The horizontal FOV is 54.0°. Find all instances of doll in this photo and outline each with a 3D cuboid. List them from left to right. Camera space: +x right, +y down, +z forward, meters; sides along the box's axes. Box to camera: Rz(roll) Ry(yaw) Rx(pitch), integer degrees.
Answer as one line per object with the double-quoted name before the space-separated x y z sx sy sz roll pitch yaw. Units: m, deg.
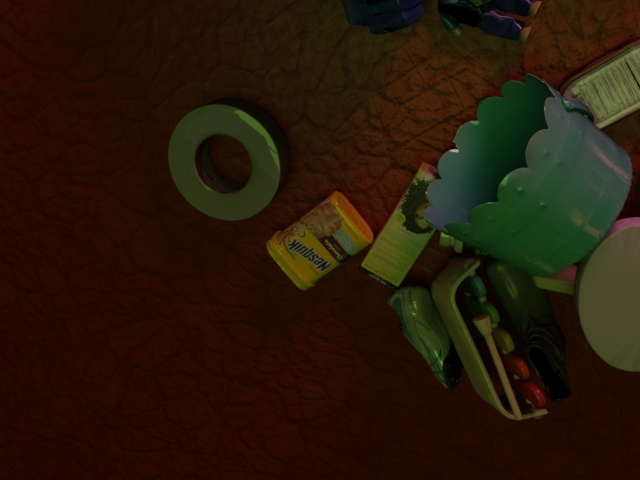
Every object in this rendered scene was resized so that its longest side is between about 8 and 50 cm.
"doll" 0.245 -0.377 0.984 0.189 0.046 0.129 23 125 12

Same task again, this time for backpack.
"backpack" 0.093 -0.377 0.985 0.120 0.098 0.101 3 115 41

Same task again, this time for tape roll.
"tape roll" -0.169 -0.150 1.172 0.219 0.072 0.219 5 112 12

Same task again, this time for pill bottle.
"pill bottle" 0.275 -0.006 1.119 0.120 0.067 0.067 8 114 11

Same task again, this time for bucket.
"bucket" 0.311 -0.092 0.956 0.183 0.281 0.281 30 117 -14

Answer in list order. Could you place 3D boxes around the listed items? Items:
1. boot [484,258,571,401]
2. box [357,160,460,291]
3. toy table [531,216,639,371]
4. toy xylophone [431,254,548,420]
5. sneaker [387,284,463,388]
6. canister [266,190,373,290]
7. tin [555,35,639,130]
"boot" 0.374 0.149 1.105 0.083 0.161 0.246 -29 102 23
"box" 0.160 -0.023 1.147 0.087 0.058 0.232 29 117 1
"toy table" 0.488 0.059 1.020 0.252 0.161 0.274 -6 118 6
"toy xylophone" 0.298 0.185 1.102 0.081 0.236 0.322 -26 103 -5
"sneaker" 0.208 0.186 1.218 0.086 0.085 0.237 -10 115 46
"canister" 0.000 0.000 1.191 0.170 0.073 0.126 -36 100 23
"tin" 0.464 -0.242 0.990 0.190 0.040 0.106 -30 106 23
